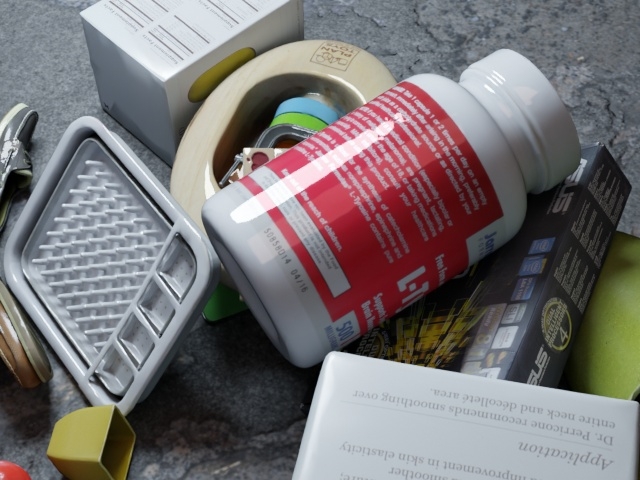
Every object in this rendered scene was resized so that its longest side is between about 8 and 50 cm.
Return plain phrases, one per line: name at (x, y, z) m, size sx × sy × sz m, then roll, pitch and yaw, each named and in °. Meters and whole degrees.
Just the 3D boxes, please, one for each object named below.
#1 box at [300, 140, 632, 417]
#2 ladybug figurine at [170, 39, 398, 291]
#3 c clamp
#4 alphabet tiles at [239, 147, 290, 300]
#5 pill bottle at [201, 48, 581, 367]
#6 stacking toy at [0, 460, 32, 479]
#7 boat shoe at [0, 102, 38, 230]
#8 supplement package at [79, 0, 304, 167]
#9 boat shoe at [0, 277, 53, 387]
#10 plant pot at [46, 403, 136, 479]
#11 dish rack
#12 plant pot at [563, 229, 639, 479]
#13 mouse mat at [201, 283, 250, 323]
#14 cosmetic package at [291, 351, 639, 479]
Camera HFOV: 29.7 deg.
box at (0.182, 0.069, 1.494) m, size 0.318 × 0.097 × 0.395 m, roll -9°, pitch 41°, yaw 44°
ladybug figurine at (-0.036, -0.097, 1.678) m, size 0.305 × 0.162 × 0.449 m, roll 18°, pitch 56°, yaw 13°
c clamp at (-0.033, -0.098, 1.567) m, size 0.161 × 0.022 × 0.137 m, roll 13°, pitch 49°, yaw 11°
alphabet tiles at (0.000, 0.000, 1.507) m, size 0.198 × 0.009 × 0.237 m, roll 1°, pitch 77°, yaw -3°
pill bottle at (0.086, -0.048, 1.400) m, size 0.408 × 0.229 × 0.229 m, roll -32°, pitch 58°, yaw -9°
stacking toy at (-0.304, 0.368, 1.363) m, size 0.141 × 0.141 × 0.330 m, roll -33°, pitch 54°, yaw -22°
boat shoe at (-0.453, -0.099, 1.757) m, size 0.073 × 0.080 × 0.223 m, roll 16°, pitch 60°, yaw 7°
supplement package at (-0.183, -0.283, 1.809) m, size 0.263 × 0.199 × 0.198 m, roll -37°, pitch 61°, yaw -24°
boat shoe at (-0.451, 0.100, 1.591) m, size 0.104 × 0.110 × 0.307 m, roll -30°, pitch 48°, yaw -15°
plant pot at (-0.285, 0.254, 1.479) m, size 0.083 × 0.081 × 0.081 m, roll -2°, pitch 52°, yaw 15°
dish rack at (-0.266, 0.032, 1.566) m, size 0.072 × 0.285 × 0.333 m, roll 1°, pitch 38°, yaw -51°
plant pot at (0.397, 0.116, 1.471) m, size 0.275 × 0.274 × 0.293 m, roll -18°, pitch 39°, yaw -12°
mouse mat at (-0.095, 0.031, 1.688) m, size 0.190 × 0.007 × 0.152 m, roll -18°, pitch 54°, yaw -13°
cosmetic package at (0.123, 0.378, 1.214) m, size 0.329 × 0.327 × 0.393 m, roll 10°, pitch 53°, yaw 9°
